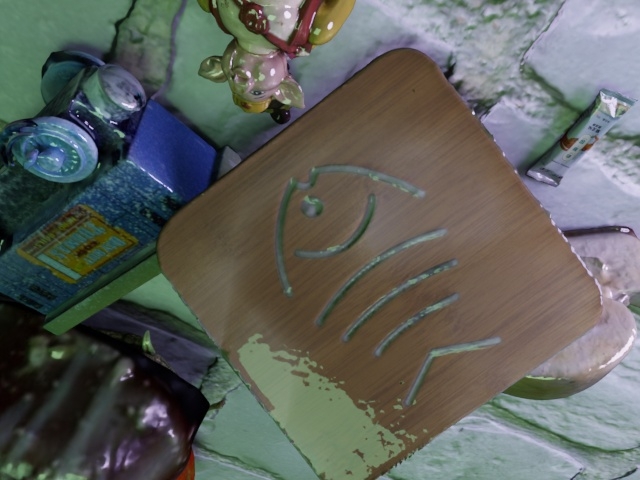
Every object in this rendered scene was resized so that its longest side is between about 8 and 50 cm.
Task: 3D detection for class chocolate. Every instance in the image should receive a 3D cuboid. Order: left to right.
[{"bbox_3d":[-0.329,0.231,0.783,0.340,0.210,0.225,22,142,1],"label":"chocolate"}]

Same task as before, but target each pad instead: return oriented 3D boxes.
[{"bbox_3d":[0.044,0.028,0.537,0.287,0.018,0.284,-37,92,4],"label":"pad"}]

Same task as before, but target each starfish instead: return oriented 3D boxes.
[{"bbox_3d":[-0.263,0.149,0.849,0.223,0.050,0.217,34,135,-7],"label":"starfish"}]

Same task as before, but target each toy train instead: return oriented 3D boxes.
[{"bbox_3d":[-0.235,-0.038,0.627,0.300,0.131,0.202,-29,130,31],"label":"toy train"}]

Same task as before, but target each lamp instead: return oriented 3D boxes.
[{"bbox_3d":[-0.037,-0.177,0.474,0.118,0.118,0.253,14,132,-5],"label":"lamp"}]

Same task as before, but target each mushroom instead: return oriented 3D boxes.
[{"bbox_3d":[0.221,0.102,0.647,0.236,0.173,0.162,-5,137,7],"label":"mushroom"}]

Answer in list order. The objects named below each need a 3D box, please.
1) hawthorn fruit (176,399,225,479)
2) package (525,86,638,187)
[{"bbox_3d":[-0.236,0.313,0.942,0.165,0.165,0.285,24,122,-13],"label":"hawthorn fruit"},{"bbox_3d":[0.230,-0.090,0.579,0.037,0.015,0.110,18,134,-15],"label":"package"}]
